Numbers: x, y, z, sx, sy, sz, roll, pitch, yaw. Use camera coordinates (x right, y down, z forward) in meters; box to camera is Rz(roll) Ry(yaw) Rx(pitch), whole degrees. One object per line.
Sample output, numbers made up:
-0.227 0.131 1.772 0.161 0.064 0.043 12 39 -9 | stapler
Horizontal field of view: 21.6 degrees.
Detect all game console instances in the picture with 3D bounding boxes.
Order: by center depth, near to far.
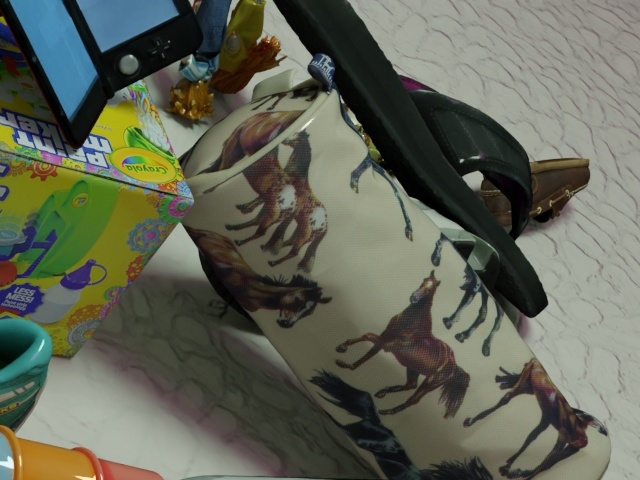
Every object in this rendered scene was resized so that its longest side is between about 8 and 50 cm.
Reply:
-0.146 -0.156 1.113 0.144 0.124 0.085 67 -9 -28 | game console

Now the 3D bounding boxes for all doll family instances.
-0.099 -0.202 1.598 0.118 0.163 0.263 24 21 12 | doll family

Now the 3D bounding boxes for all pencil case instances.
0.057 0.058 1.298 0.410 0.160 0.183 51 46 -16 | pencil case

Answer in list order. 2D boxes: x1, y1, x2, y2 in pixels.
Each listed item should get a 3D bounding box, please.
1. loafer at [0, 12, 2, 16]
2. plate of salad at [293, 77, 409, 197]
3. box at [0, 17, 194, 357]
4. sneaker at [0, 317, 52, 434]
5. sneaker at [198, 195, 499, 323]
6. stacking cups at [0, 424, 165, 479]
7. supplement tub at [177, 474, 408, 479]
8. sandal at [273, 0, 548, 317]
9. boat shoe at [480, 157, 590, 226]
-0.230 -0.181 1.113 0.078 0.076 0.223 27 27 -10 | loafer
0.034 -0.104 1.725 0.200 0.048 0.200 30 30 -19 | plate of salad
-0.286 -0.095 1.190 0.290 0.177 0.279 15 37 -39 | box
-0.294 0.057 1.033 0.275 0.110 0.107 17 36 -35 | sneaker
0.000 0.000 1.485 0.330 0.122 0.146 10 26 -46 | sneaker
-0.225 0.138 1.009 0.316 0.096 0.096 15 36 -37 | stacking cups
0.039 0.252 1.046 0.338 0.207 0.207 9 41 -43 | supplement tub
0.116 -0.103 1.600 0.446 0.107 0.167 53 -5 -24 | sandal
0.243 -0.055 1.895 0.207 0.073 0.073 -11 93 -51 | boat shoe
